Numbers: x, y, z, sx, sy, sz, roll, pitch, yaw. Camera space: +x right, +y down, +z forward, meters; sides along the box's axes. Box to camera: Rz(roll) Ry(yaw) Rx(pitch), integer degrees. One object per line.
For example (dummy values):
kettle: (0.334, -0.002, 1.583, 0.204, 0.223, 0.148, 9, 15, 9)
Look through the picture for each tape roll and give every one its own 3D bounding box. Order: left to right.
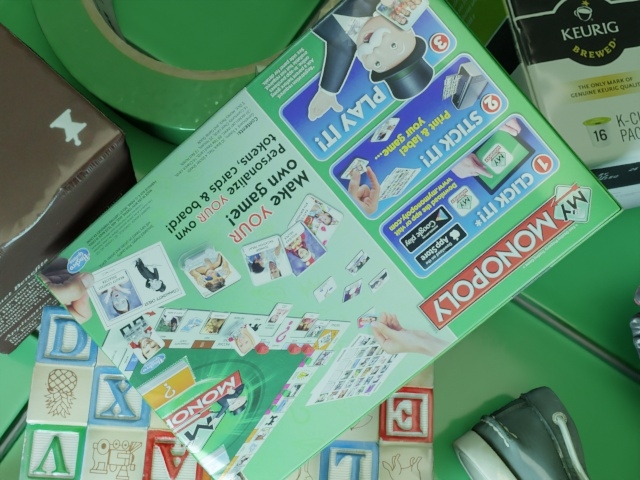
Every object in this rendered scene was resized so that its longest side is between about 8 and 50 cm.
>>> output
tape roll: (-0.082, -0.240, 0.706, 0.321, 0.077, 0.321, -1, 82, 6)

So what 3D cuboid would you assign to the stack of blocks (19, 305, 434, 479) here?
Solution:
stack of blocks: (-0.067, 0.150, 0.645, 0.297, 0.087, 0.171, 5, 76, -7)

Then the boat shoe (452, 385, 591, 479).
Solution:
boat shoe: (0.241, 0.255, 0.648, 0.099, 0.116, 0.319, -38, 79, -11)

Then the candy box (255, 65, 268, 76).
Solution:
candy box: (0.031, -0.034, 0.654, 0.165, 0.196, 0.070, -2, 32, -8)

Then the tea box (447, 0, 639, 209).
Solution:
tea box: (0.263, -0.200, 0.709, 0.329, 0.220, 0.323, -10, 78, -10)

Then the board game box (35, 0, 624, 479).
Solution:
board game box: (0.000, 0.000, 0.548, 0.317, 0.046, 0.213, -40, 92, 8)

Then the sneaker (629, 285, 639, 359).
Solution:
sneaker: (0.356, 0.158, 0.693, 0.112, 0.121, 0.299, -10, 87, -53)

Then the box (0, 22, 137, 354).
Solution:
box: (-0.249, -0.040, 0.609, 0.167, 0.203, 0.168, 42, 74, 4)
